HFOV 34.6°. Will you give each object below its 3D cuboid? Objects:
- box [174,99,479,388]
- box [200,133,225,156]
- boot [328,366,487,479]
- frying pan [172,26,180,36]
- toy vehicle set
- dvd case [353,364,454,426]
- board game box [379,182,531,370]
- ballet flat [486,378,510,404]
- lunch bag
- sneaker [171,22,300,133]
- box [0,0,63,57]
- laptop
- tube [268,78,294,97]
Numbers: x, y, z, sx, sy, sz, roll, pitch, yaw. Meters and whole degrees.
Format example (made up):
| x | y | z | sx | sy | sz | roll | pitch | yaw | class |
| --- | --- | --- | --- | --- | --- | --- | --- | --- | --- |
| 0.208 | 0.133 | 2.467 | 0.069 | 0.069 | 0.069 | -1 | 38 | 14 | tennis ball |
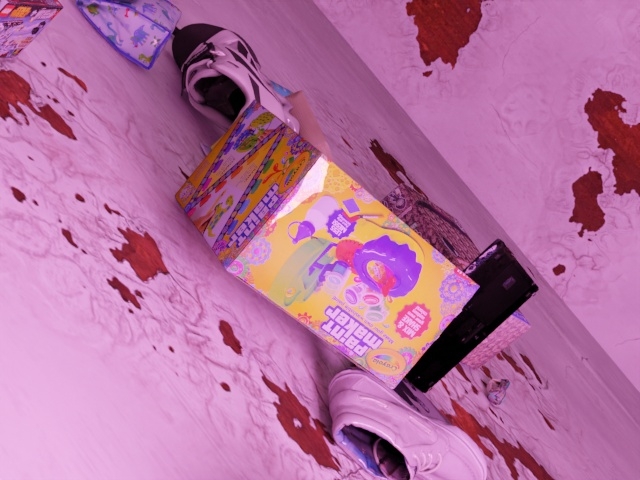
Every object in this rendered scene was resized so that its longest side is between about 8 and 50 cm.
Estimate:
| x | y | z | sx | sy | sz | roll | pitch | yaw | class |
| --- | --- | --- | --- | --- | --- | --- | --- | --- | --- |
| 0.000 | 0.000 | 1.331 | 0.290 | 0.177 | 0.279 | 38 | 4 | -29 | box |
| -0.106 | -0.099 | 1.643 | 0.178 | 0.042 | 0.109 | 29 | 25 | -51 | box |
| 0.111 | 0.274 | 1.306 | 0.258 | 0.095 | 0.123 | 35 | 26 | -15 | boot |
| -0.204 | -0.335 | 1.920 | 0.326 | 0.053 | 0.197 | 59 | 18 | 21 | frying pan |
| 0.009 | -0.109 | 1.774 | 0.166 | 0.035 | 0.267 | -112 | -179 | -47 | toy vehicle set |
| 0.137 | 0.253 | 1.474 | 0.239 | 0.029 | 0.179 | 47 | 11 | -7 | dvd case |
| 0.223 | 0.070 | 1.931 | 0.232 | 0.141 | 0.291 | 27 | 27 | -52 | board game box |
| 0.333 | 0.278 | 1.937 | 0.041 | 0.041 | 0.114 | 50 | 16 | 5 | ballet flat |
| -0.307 | -0.361 | 1.636 | 0.151 | 0.096 | 0.129 | 30 | 23 | -13 | lunch bag |
| -0.172 | -0.273 | 1.693 | 0.146 | 0.122 | 0.330 | 15 | 26 | -51 | sneaker |
| -0.372 | -0.256 | 1.215 | 0.027 | 0.094 | 0.137 | 50 | 16 | 1 | box |
| 0.191 | 0.098 | 1.534 | 0.136 | 0.234 | 0.264 | 49 | 5 | 40 | laptop |
| -0.120 | -0.310 | 2.076 | 0.207 | 0.052 | 0.080 | 26 | 6 | -46 | tube |
